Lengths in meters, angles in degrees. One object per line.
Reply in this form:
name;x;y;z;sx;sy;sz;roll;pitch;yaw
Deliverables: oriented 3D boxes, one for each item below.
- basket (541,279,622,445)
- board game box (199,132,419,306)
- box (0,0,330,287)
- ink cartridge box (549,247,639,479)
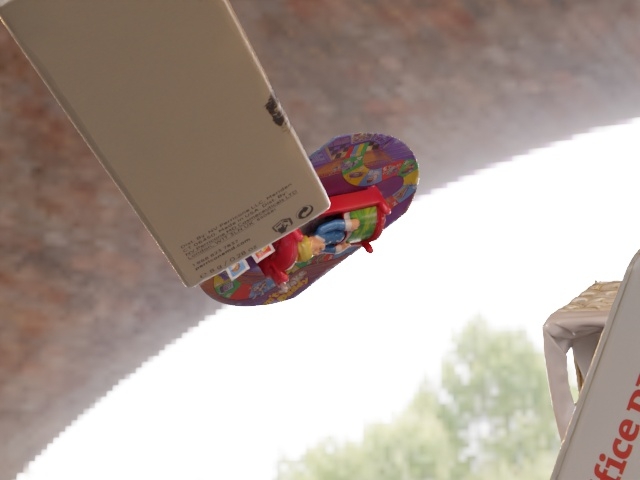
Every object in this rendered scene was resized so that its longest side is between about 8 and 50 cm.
basket;0.267;0.093;1.438;0.167;0.113;0.103;-1;19;30
board game box;0.000;0.000;1.270;0.169;0.033;0.133;-37;-31;9
box;-0.087;-0.096;0.930;0.094;0.113;0.275;-29;-30;-1
ink cartridge box;0.221;0.101;0.843;0.208;0.153;0.087;25;19;21
